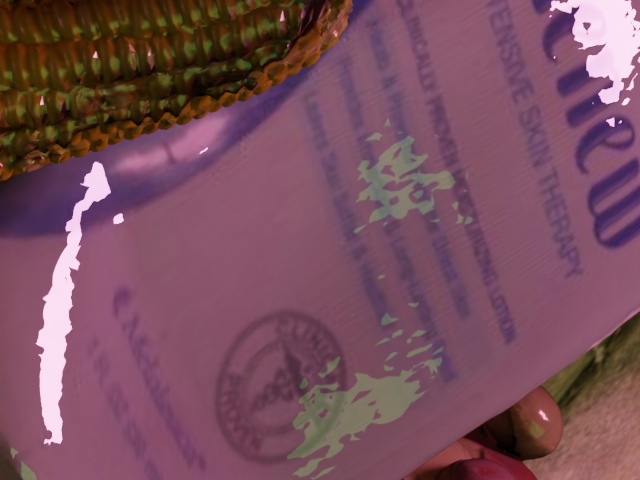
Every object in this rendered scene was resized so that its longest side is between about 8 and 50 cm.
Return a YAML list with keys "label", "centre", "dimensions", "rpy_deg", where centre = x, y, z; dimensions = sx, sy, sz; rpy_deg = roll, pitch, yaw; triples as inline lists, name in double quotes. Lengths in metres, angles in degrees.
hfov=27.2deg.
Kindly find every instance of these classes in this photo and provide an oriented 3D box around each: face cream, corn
- label: "face cream"
  centre: [0.000, 0.000, 0.518]
  dimensions: [0.420, 0.137, 0.235]
  rpy_deg: [-31, 113, -24]
- label: "corn"
  centre: [-0.085, -0.055, 0.395]
  dimensions: [0.203, 0.072, 0.072]
  rpy_deg: [-18, 135, -9]

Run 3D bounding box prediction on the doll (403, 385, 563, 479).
- label: "doll"
  centre: [0.044, 0.155, 0.641]
  dimensions: [0.256, 0.196, 0.152]
  rpy_deg: [7, 118, -51]
